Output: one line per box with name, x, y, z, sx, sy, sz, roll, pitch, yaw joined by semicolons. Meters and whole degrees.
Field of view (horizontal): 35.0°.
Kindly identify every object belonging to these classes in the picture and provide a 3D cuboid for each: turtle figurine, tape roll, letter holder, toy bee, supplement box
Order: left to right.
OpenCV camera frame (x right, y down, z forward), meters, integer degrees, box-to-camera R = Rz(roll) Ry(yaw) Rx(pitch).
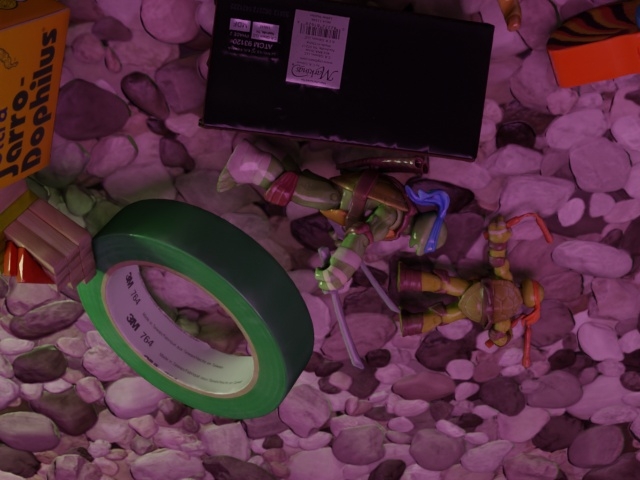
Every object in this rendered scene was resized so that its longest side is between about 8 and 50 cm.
supplement box;-0.459;-0.201;1.019;0.356;0.195;0.194;30;126;16
tape roll;-0.165;0.094;1.318;0.321;0.077;0.321;20;139;19
turtle figurine;0.000;0.000;1.235;0.266;0.198;0.274;29;135;7
letter holder;0.018;-0.185;1.179;0.302;0.214;0.152;6;94;-9
turtle figurine;0.217;0.090;1.407;0.217;0.087;0.269;-5;126;2
toy bee;0.420;-0.240;1.152;0.298;0.162;0.195;15;137;18

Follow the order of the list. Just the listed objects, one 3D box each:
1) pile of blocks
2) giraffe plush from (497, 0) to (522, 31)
pile of blocks;-0.432;-0.055;1.217;0.362;0.112;0.149;46;152;-7
giraffe plush;0.163;-0.338;1.068;0.170;0.181;0.210;18;159;-2
